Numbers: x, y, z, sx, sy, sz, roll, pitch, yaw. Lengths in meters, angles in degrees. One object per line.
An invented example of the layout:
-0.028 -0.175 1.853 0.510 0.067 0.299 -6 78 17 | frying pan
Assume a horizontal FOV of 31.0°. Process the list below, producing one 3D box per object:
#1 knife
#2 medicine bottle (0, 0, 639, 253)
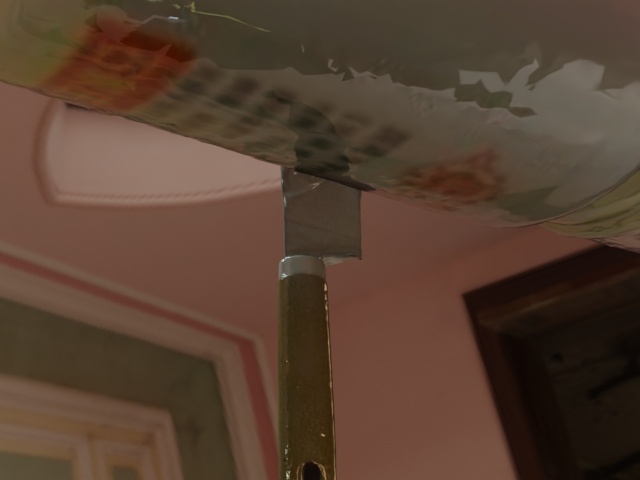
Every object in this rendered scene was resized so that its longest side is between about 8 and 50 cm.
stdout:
0.000 0.002 0.585 0.017 0.047 0.298 97 172 -55 | knife
0.052 -0.124 0.496 0.388 0.219 0.219 14 -129 -30 | medicine bottle
